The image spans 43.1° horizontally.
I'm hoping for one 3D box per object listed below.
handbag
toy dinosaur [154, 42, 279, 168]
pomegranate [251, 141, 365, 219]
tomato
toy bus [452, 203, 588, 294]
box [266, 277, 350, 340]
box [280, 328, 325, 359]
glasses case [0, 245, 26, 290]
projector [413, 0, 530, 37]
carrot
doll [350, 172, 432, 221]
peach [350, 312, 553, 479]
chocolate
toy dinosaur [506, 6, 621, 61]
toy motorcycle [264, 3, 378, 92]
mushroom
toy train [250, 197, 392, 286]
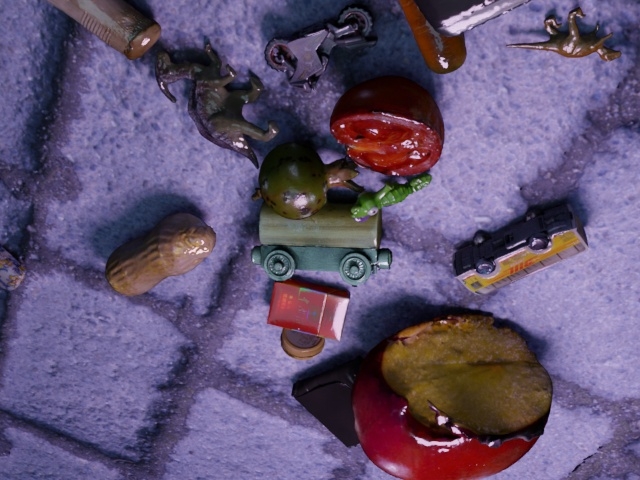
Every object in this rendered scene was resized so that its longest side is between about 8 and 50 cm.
[{"bbox_3d":[0.079,0.398,1.995,0.223,0.080,0.247,-26,118,35],"label":"handbag"},{"bbox_3d":[-0.196,-0.271,1.589,0.162,0.077,0.294,-33,98,34],"label":"toy dinosaur"},{"bbox_3d":[-0.021,-0.114,1.614,0.220,0.156,0.156,6,127,-11],"label":"pomegranate"},{"bbox_3d":[0.132,-0.227,1.504,0.200,0.140,0.233,4,160,18],"label":"tomato"},{"bbox_3d":[0.404,0.021,1.649,0.268,0.092,0.106,-27,125,27],"label":"toy bus"},{"bbox_3d":[-0.027,0.155,1.842,0.175,0.048,0.112,12,108,4],"label":"box"},{"bbox_3d":[-0.041,0.227,1.878,0.105,0.105,0.037,12,135,4],"label":"box"},{"bbox_3d":[-0.820,0.026,1.939,0.087,0.065,0.248,-36,111,29],"label":"glasses case"},{"bbox_3d":[0.259,-0.573,1.170,0.395,0.242,0.405,-21,116,27],"label":"projector"},{"bbox_3d":[0.193,-0.385,1.412,0.087,0.087,0.193,-18,117,23],"label":"carrot"},{"bbox_3d":[0.137,-0.091,1.597,0.050,0.190,0.115,63,155,9],"label":"doll"},{"bbox_3d":[0.288,0.345,1.760,0.416,0.339,0.353,-17,140,20],"label":"peach"},{"bbox_3d":[-0.359,0.029,1.803,0.309,0.134,0.134,-24,116,31],"label":"chocolate"},{"bbox_3d":[0.429,-0.336,1.421,0.162,0.039,0.126,-28,116,29],"label":"toy dinosaur"},{"bbox_3d":[0.006,-0.345,1.486,0.215,0.080,0.122,-19,118,19],"label":"toy motorcycle"},{"bbox_3d":[-0.462,-0.456,1.506,0.351,0.095,0.123,31,143,-8],"label":"mushroom"},{"bbox_3d":[0.002,-0.003,1.720,0.307,0.126,0.190,2,93,12],"label":"toy train"}]
